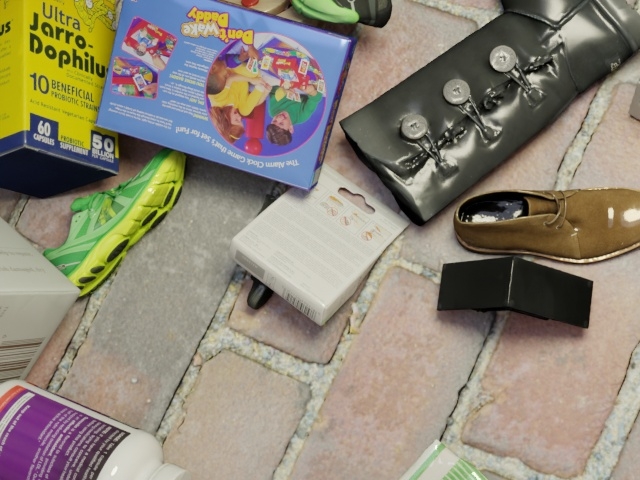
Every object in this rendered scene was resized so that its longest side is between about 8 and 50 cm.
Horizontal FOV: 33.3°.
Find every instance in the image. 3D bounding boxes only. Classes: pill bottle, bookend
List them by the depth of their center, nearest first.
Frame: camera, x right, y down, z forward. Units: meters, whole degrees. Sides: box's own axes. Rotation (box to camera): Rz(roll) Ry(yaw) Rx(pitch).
[{"bbox_3d":[0.280,0.079,1.550,0.157,0.156,0.072,-8,69,57],"label":"bookend"},{"bbox_3d":[-0.361,0.339,1.586,0.323,0.181,0.181,19,82,17],"label":"pill bottle"}]

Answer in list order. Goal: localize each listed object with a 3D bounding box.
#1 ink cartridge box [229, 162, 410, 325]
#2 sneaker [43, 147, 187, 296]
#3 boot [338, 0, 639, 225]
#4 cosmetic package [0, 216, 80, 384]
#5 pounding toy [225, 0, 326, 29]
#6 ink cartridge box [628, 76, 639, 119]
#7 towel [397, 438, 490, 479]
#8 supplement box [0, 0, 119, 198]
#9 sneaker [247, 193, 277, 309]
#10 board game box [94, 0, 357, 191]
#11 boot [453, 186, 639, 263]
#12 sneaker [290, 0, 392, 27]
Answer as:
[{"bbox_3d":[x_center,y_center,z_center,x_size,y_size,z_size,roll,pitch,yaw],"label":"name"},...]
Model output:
[{"bbox_3d":[0.000,0.000,1.632,0.181,0.056,0.225,36,52,15],"label":"ink cartridge box"},{"bbox_3d":[-0.332,-0.046,1.710,0.123,0.109,0.295,43,89,14],"label":"sneaker"},{"bbox_3d":[0.213,-0.287,1.639,0.445,0.146,0.367,-40,70,6],"label":"boot"},{"bbox_3d":[-0.657,0.088,1.606,0.394,0.327,0.329,38,102,18],"label":"cosmetic package"},{"bbox_3d":[-0.121,-0.324,1.751,0.270,0.155,0.154,-11,46,1],"label":"pounding toy"},{"bbox_3d":[0.540,-0.271,1.542,0.093,0.154,0.212,33,85,16],"label":"ink cartridge box"},{"bbox_3d":[0.206,0.471,1.502,0.325,0.038,0.248,41,88,18],"label":"towel"},{"bbox_3d":[-0.459,-0.273,1.719,0.195,0.194,0.356,-14,73,34],"label":"supplement box"},{"bbox_3d":[-0.091,0.018,1.672,0.089,0.051,0.170,29,78,15],"label":"sneaker"},{"bbox_3d":[-0.144,-0.239,1.620,0.347,0.078,0.233,18,104,6],"label":"board game box"},{"bbox_3d":[0.344,-0.031,1.552,0.305,0.115,0.112,-3,74,11],"label":"boot"},{"bbox_3d":[0.112,-0.525,1.686,0.202,0.185,0.482,23,73,0],"label":"sneaker"}]
